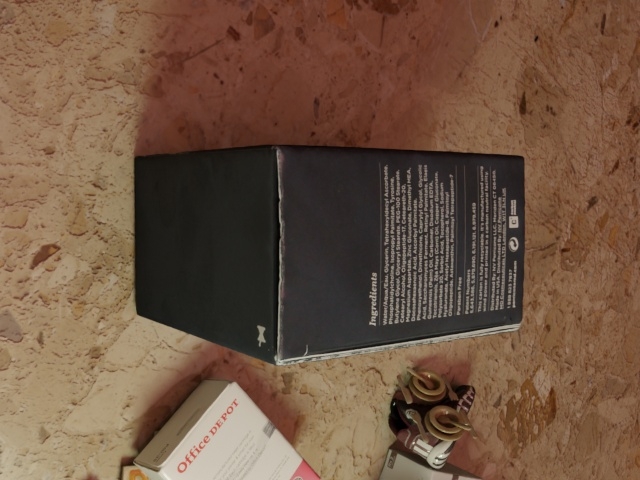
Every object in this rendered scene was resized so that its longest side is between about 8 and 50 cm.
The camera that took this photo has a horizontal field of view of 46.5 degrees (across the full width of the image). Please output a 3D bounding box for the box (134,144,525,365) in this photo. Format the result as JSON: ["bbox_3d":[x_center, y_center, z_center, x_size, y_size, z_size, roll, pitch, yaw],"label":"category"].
[{"bbox_3d":[0.000,0.000,1.237,0.472,0.480,0.297,-4,96,-36],"label":"box"}]

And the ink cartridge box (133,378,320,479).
[{"bbox_3d":[-0.163,0.418,1.358,0.283,0.117,0.207,53,58,-20],"label":"ink cartridge box"}]

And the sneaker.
[{"bbox_3d":[0.247,0.383,1.691,0.281,0.162,0.106,-39,151,-60],"label":"sneaker"}]

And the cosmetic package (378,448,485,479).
[{"bbox_3d":[0.242,0.573,1.671,0.184,0.151,0.151,21,83,-35],"label":"cosmetic package"}]

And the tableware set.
[{"bbox_3d":[0.254,0.350,1.626,0.128,0.194,0.039,0,127,-18],"label":"tableware set"}]

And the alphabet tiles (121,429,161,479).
[{"bbox_3d":[-0.234,0.519,1.373,0.285,0.011,0.342,6,80,-36],"label":"alphabet tiles"}]
